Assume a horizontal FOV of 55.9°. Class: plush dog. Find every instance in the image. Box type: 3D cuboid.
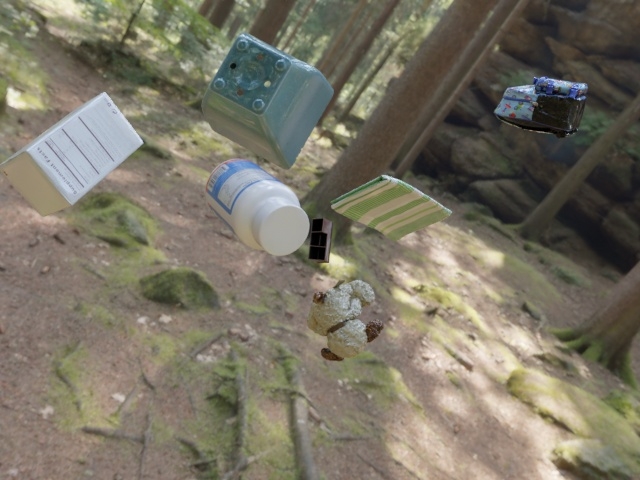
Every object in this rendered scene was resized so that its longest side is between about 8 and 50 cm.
[{"bbox_3d":[0.071,0.271,1.966,0.225,0.263,0.211,61,13,19],"label":"plush dog"}]

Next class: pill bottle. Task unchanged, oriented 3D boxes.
[{"bbox_3d":[-0.110,-0.057,1.059,0.124,0.124,0.221,20,12,-37],"label":"pill bottle"}]

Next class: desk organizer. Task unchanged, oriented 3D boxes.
[{"bbox_3d":[0.000,0.000,1.811,0.047,0.130,0.050,-3,-14,34],"label":"desk organizer"}]

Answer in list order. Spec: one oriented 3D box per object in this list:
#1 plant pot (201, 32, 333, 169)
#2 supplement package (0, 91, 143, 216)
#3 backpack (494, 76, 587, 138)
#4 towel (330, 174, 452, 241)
[{"bbox_3d":[-0.140,-0.355,1.454,0.248,0.247,0.252,29,-2,9],"label":"plant pot"},{"bbox_3d":[-0.396,-0.138,0.968,0.105,0.105,0.179,56,45,-25],"label":"supplement package"},{"bbox_3d":[0.474,-0.295,1.307,0.173,0.116,0.158,19,21,26],"label":"backpack"},{"bbox_3d":[0.226,-0.097,1.926,0.325,0.248,0.038,26,51,-39],"label":"towel"}]
